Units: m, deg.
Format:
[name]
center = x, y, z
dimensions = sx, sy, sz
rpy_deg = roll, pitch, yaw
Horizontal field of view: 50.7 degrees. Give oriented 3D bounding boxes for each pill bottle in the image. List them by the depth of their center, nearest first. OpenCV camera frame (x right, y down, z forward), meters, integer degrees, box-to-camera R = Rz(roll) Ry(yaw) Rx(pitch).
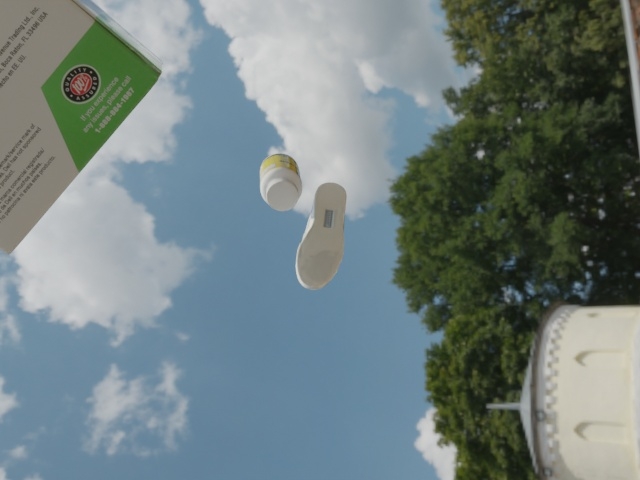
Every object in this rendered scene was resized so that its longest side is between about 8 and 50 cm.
[pill bottle]
center = -0.061, -0.088, 1.039
dimensions = 0.116, 0.065, 0.065
rpy_deg = -102, -13, -64

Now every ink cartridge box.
[ink cartridge box]
center = -0.310, -0.164, 0.558
dimensions = 0.289, 0.211, 0.121
rpy_deg = 40, -172, -22

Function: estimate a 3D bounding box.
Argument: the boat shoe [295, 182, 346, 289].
[boat shoe]
center = 0.000, 0.000, 0.994
dimensions = 0.063, 0.066, 0.184
rpy_deg = 99, 176, -56
